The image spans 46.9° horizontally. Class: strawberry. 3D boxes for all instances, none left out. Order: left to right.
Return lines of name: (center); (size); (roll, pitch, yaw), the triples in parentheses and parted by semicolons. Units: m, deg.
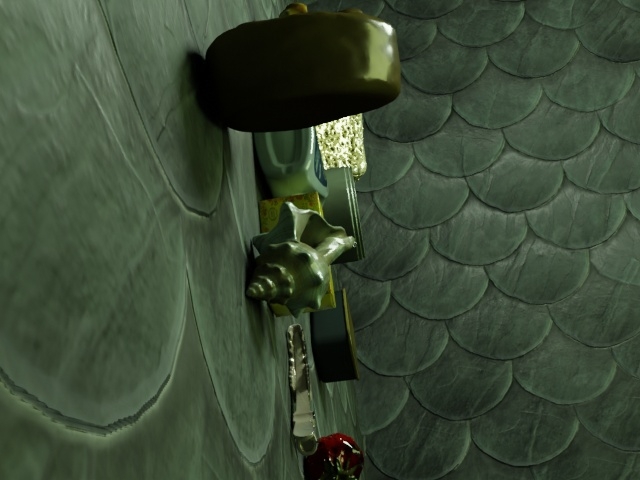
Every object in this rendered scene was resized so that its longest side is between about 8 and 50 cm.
strawberry: (0.019, 0.358, 1.191); (0.106, 0.106, 0.106); (-9, 90, -86)

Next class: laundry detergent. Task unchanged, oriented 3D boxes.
laundry detergent: (-0.042, -0.106, 1.313); (0.280, 0.105, 0.215); (78, 4, -57)

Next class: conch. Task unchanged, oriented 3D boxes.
conch: (-0.043, 0.022, 0.997); (0.137, 0.114, 0.234); (62, 24, -24)

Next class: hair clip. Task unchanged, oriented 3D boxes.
hair clip: (-0.030, 0.232, 1.163); (0.226, 0.034, 0.072); (-98, 180, -47)

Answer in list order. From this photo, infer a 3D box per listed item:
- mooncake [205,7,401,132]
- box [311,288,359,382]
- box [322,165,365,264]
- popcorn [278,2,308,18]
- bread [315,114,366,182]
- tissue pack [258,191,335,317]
mooncake: (-0.033, -0.203, 0.882); (0.235, 0.234, 0.117); (10, 74, -86)
box: (0.031, 0.220, 1.698); (0.201, 0.090, 0.145); (-94, 173, -56)
box: (0.016, -0.054, 1.728); (0.226, 0.149, 0.226); (-9, 90, -87)
popcorn: (-0.028, -0.369, 1.540); (0.252, 0.205, 0.237); (68, 21, -13)
bread: (-0.046, -0.238, 1.931); (0.315, 0.279, 0.249); (-27, -114, 49)
tissue pack: (-0.036, 0.020, 1.121); (0.062, 0.095, 0.176); (75, 7, -62)
